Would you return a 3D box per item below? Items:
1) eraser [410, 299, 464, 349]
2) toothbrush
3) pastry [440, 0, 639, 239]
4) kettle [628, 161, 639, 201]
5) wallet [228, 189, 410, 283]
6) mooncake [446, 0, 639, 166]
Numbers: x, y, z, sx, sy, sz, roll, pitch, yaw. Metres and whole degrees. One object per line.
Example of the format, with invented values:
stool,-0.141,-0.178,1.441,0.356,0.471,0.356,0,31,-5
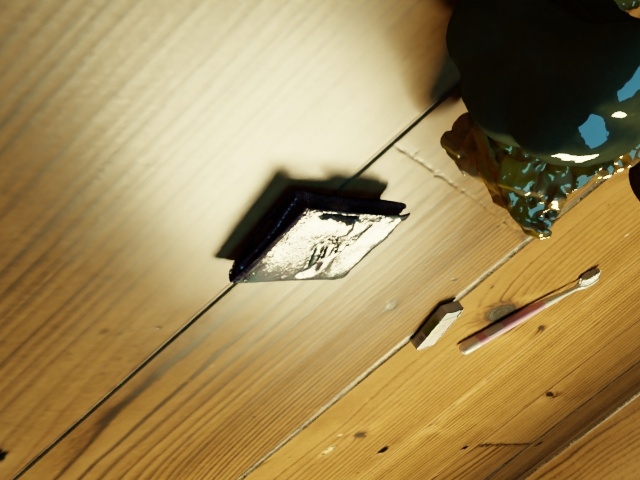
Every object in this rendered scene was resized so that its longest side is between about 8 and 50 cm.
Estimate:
eraser,0.158,0.114,1.313,0.038,0.019,0.083,-10,145,-40
toothbrush,0.333,0.108,1.527,0.286,0.020,0.025,-26,145,-22
pastry,0.232,-0.126,0.853,0.250,0.154,0.102,-40,-176,-2
kettle,0.491,-0.144,1.144,0.202,0.144,0.232,-41,161,-39
wallet,0.000,-0.001,0.894,0.111,0.030,0.166,-44,153,29
mooncake,0.177,-0.139,0.704,0.104,0.175,0.168,3,98,-44
